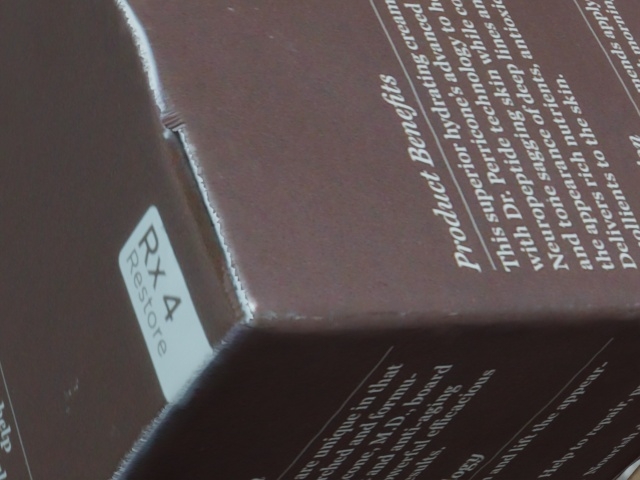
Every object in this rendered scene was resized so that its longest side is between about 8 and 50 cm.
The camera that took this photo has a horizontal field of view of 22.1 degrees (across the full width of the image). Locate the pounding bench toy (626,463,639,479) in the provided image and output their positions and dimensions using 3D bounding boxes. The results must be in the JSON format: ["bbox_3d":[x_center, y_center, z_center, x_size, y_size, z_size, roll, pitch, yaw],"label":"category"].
[{"bbox_3d":[0.138,0.106,0.600,0.052,0.083,0.065,38,10,-3],"label":"pounding bench toy"}]

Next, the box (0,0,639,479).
[{"bbox_3d":[0.000,0.000,0.507,0.203,0.167,0.168,1,54,-34],"label":"box"}]
